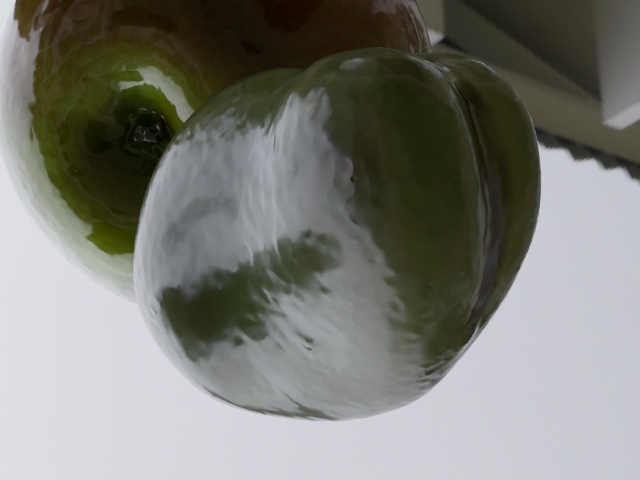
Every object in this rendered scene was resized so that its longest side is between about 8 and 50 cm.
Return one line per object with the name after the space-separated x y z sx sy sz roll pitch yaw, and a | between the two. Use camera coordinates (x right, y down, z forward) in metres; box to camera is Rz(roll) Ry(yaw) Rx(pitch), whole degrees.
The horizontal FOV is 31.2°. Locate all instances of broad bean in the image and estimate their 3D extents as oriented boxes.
0.000 0.000 0.593 0.121 0.263 0.189 -20 -93 -42 | broad bean

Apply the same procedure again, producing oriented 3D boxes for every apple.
-0.084 -0.105 0.878 0.339 0.339 0.340 14 -117 -29 | apple
